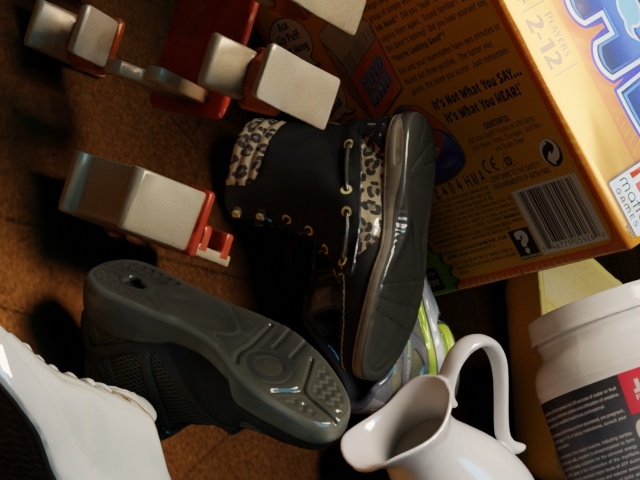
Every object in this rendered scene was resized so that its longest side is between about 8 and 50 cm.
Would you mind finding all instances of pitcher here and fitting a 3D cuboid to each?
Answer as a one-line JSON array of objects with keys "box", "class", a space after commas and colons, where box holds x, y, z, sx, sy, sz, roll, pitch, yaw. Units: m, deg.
[{"box": [0.136, 0.202, 1.469, 0.178, 0.125, 0.207, -46, 123, -14], "class": "pitcher"}]

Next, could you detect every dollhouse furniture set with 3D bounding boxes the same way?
[{"box": [-0.103, -0.122, 1.286, 0.135, 0.262, 0.259, 21, 86, -52], "class": "dollhouse furniture set"}]

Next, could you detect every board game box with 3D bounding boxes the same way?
[{"box": [0.217, -0.196, 1.576, 0.356, 0.356, 0.356, -32, 97, -31], "class": "board game box"}]

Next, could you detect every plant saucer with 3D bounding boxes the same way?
[{"box": [0.311, 0.185, 1.834, 0.333, 0.081, 0.333, 37, 41, -40], "class": "plant saucer"}]

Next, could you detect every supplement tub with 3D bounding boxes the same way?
[{"box": [0.325, 0.185, 1.592, 0.191, 0.191, 0.272, -2, 70, -57], "class": "supplement tub"}]

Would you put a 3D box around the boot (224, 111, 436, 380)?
[{"box": [0.001, -0.001, 1.430, 0.085, 0.179, 0.236, 24, 73, -61], "class": "boot"}]

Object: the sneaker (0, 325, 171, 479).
[{"box": [-0.188, 0.123, 1.103, 0.290, 0.106, 0.123, 59, 33, -33], "class": "sneaker"}]

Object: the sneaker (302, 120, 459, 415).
[{"box": [0.034, 0.027, 1.503, 0.121, 0.111, 0.300, -8, 73, -54], "class": "sneaker"}]

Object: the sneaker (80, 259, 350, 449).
[{"box": [-0.083, 0.114, 1.194, 0.087, 0.227, 0.130, -37, 145, -53], "class": "sneaker"}]
